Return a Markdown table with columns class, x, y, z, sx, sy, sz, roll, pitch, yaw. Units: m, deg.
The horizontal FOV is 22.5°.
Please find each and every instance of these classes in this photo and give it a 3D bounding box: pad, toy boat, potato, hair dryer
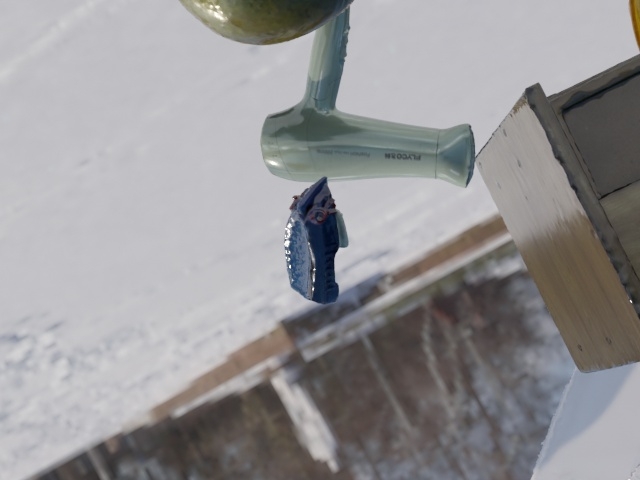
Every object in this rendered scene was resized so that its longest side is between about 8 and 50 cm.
| class | x | y | z | sx | sy | sz | roll | pitch | yaw |
| --- | --- | --- | --- | --- | --- | --- | --- | --- | --- |
| pad | 0.268 | 0.190 | 1.379 | 0.004 | 0.156 | 0.232 | -33 | 143 | -69 |
| toy boat | 0.000 | 0.000 | 0.922 | 0.038 | 0.083 | 0.038 | 0 | -145 | 0 |
| potato | -0.034 | -0.274 | 1.439 | 0.159 | 0.174 | 0.251 | 3 | -155 | 35 |
| hair dryer | 0.047 | -0.170 | 1.559 | 0.206 | 0.237 | 0.075 | 2 | -168 | 10 |

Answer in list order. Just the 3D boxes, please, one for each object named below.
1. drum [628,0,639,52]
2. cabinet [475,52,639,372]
| class | x | y | z | sx | sy | sz | roll | pitch | yaw |
| --- | --- | --- | --- | --- | --- | --- | --- | --- | --- |
| drum | 0.535 | -0.251 | 1.634 | 0.431 | 0.431 | 0.214 | -29 | 163 | 21 |
| cabinet | 0.197 | -0.030 | 0.819 | 0.175 | 0.148 | 0.215 | -26 | 174 | -4 |
